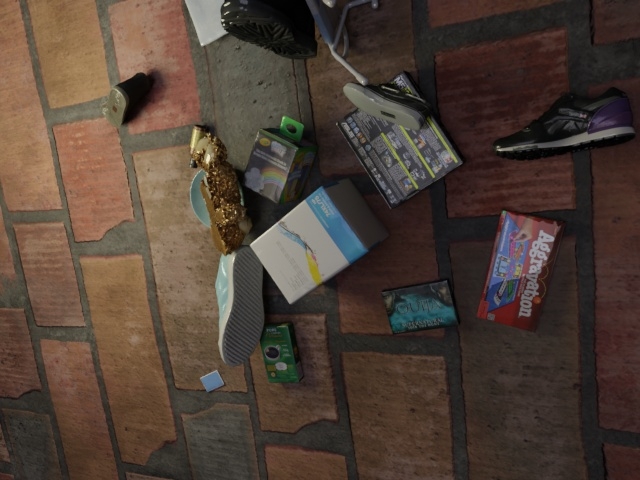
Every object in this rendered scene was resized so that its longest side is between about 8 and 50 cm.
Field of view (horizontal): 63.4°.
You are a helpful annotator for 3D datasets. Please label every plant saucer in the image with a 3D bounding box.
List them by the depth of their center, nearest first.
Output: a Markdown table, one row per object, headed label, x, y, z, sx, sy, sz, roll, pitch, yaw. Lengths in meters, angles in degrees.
| label | x | y | z | sx | sy | sz | roll | pitch | yaw |
| --- | --- | --- | --- | --- | --- | --- | --- | --- | --- |
| plant saucer | -0.305 | -0.130 | 1.566 | 0.194 | 0.037 | 0.195 | 6 | 103 | 24 |

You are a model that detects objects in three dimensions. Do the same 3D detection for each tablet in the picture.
| label | x | y | z | sx | sy | sz | roll | pitch | yaw |
| --- | --- | --- | --- | --- | --- | --- | --- | --- | --- |
| tablet | -0.365 | 0.474 | 1.749 | 0.083 | 0.006 | 0.054 | -29 | 89 | 26 |

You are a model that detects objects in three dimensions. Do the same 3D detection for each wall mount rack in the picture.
| label | x | y | z | sx | sy | sz | roll | pitch | yaw |
| --- | --- | --- | --- | --- | --- | --- | --- | --- | --- |
| wall mount rack | 0.036 | -0.520 | 1.146 | 0.130 | 0.350 | 0.304 | -3 | 58 | 26 |

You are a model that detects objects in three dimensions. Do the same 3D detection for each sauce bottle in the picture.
| label | x | y | z | sx | sy | sz | roll | pitch | yaw |
| --- | --- | --- | --- | --- | --- | --- | --- | --- | --- |
| sauce bottle | -0.372 | -0.282 | 1.560 | 0.042 | 0.042 | 0.128 | 24 | 112 | 18 |

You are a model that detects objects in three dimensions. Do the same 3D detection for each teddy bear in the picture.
| label | x | y | z | sx | sy | sz | roll | pitch | yaw |
| --- | --- | --- | --- | --- | --- | --- | --- | --- | --- |
| teddy bear | -0.260 | -0.130 | 1.423 | 0.245 | 0.113 | 0.338 | 5 | 113 | 64 |

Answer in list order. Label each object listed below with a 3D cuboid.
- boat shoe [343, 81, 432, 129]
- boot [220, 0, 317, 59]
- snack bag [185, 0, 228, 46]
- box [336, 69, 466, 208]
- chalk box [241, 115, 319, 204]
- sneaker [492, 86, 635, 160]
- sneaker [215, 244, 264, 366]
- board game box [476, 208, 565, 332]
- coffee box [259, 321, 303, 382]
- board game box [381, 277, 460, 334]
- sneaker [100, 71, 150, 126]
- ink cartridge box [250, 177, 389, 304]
| label | x | y | z | sx | sy | sz | roll | pitch | yaw |
| --- | --- | --- | --- | --- | --- | --- | --- | --- | --- |
| boat shoe | 0.158 | -0.333 | 1.232 | 0.219 | 0.078 | 0.070 | 29 | 77 | 19 |
| boot | -0.103 | -0.671 | 1.149 | 0.146 | 0.367 | 0.446 | 5 | 98 | 16 |
| snack bag | -0.244 | -0.730 | 1.398 | 0.342 | 0.037 | 0.323 | -19 | 95 | 23 |
| box | 0.199 | -0.248 | 1.301 | 0.216 | 0.060 | 0.270 | -34 | 87 | 26 |
| chalk box | -0.101 | -0.226 | 1.403 | 0.132 | 0.132 | 0.213 | 29 | 111 | 17 |
| sneaker | 0.525 | -0.257 | 1.146 | 0.283 | 0.107 | 0.124 | -7 | 84 | 22 |
| sneaker | -0.254 | 0.188 | 1.571 | 0.150 | 0.135 | 0.367 | 14 | 97 | 57 |
| board game box | 0.485 | 0.075 | 1.265 | 0.144 | 0.027 | 0.282 | 14 | 107 | 20 |
| coffee box | -0.122 | 0.344 | 1.591 | 0.113 | 0.040 | 0.184 | -9 | 99 | 25 |
| board game box | 0.266 | 0.179 | 1.387 | 0.186 | 0.026 | 0.126 | -14 | 96 | 26 |
| sneaker | -0.602 | -0.435 | 1.617 | 0.083 | 0.118 | 0.222 | 50 | 147 | -14 |
| ink cartridge box | 0.000 | 0.000 | 1.370 | 0.270 | 0.198 | 0.197 | -37 | 86 | 26 |
